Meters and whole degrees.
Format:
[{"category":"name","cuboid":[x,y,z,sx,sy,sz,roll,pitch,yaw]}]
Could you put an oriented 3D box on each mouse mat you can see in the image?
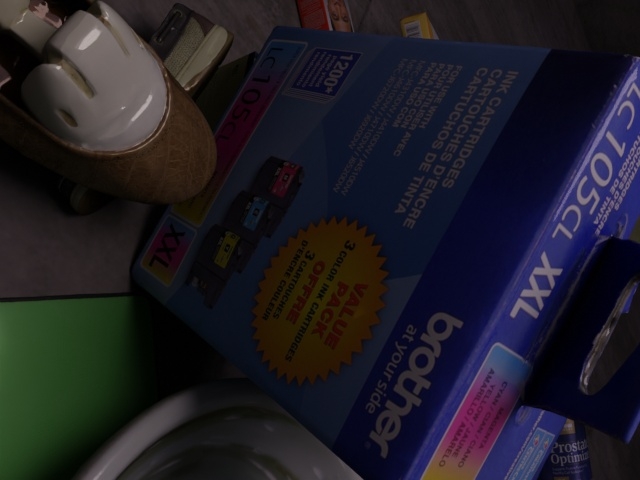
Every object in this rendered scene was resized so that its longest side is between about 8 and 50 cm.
[{"category":"mouse mat","cuboid":[-0.196,0.116,0.460,0.189,0.007,0.153,3,78,-53]}]

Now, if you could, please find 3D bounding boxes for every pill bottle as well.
[{"category":"pill bottle","cuboid":[0.450,0.375,1.195,0.122,0.122,0.220,7,75,-54]}]

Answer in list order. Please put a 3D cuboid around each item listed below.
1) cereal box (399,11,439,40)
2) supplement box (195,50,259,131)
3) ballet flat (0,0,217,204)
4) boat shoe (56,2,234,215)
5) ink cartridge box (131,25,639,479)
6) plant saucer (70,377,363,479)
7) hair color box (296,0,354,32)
[{"category":"cereal box","cuboid":[0.189,-0.256,1.020,0.240,0.047,0.173,-12,91,-70]},{"category":"supplement box","cuboid":[-0.083,-0.129,0.619,0.056,0.083,0.083,33,55,-45]},{"category":"ballet flat","cuboid":[-0.190,-0.140,0.372,0.342,0.124,0.116,43,69,-23]},{"category":"boat shoe","cuboid":[-0.158,-0.120,0.528,0.073,0.080,0.224,35,61,-8]},{"category":"ink cartridge box","cuboid":[0.059,0.005,0.447,0.151,0.395,0.270,33,85,-45]},{"category":"plant saucer","cuboid":[-0.090,0.311,0.472,0.400,0.100,0.401,22,63,-51]},{"category":"hair color box","cuboid":[0.003,-0.324,0.831,0.072,0.043,0.141,-16,95,-56]}]
